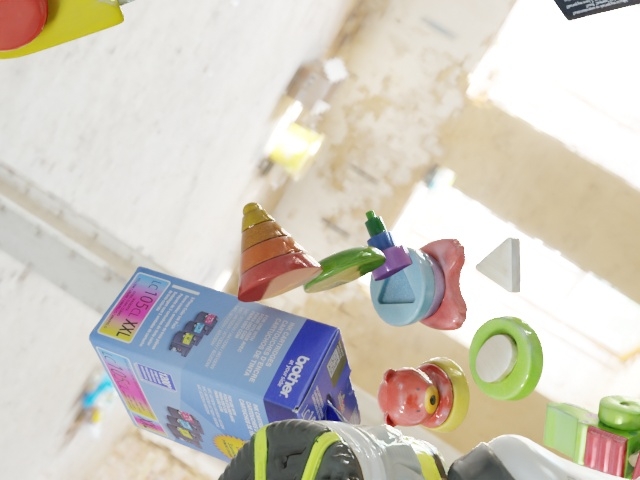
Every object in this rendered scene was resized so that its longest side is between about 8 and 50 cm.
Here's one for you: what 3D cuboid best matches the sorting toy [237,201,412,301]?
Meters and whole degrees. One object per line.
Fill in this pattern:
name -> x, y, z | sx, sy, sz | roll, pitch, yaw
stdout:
sorting toy -> 0.000, 0.000, 1.586 | 0.127, 0.126, 0.366 | -31, 165, 34

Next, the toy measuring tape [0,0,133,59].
toy measuring tape -> -0.180, -0.216, 0.816 | 0.330, 0.121, 0.121 | -19, 171, -1

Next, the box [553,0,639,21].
box -> 0.353, -0.383, 1.220 | 0.163, 0.142, 0.247 | -1, -131, 55

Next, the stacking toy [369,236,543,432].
stacking toy -> 0.188, 0.137, 1.717 | 0.130, 0.308, 0.279 | 3, 164, -39

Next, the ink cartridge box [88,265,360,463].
ink cartridge box -> -0.101, 0.213, 1.593 | 0.270, 0.396, 0.151 | 77, 34, -51

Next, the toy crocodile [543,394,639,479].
toy crocodile -> 0.431, 0.289, 1.421 | 0.105, 0.341, 0.115 | -11, 113, -46

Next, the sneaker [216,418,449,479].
sneaker -> -0.042, 0.274, 0.791 | 0.147, 0.145, 0.384 | 7, 135, -41

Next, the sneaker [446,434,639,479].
sneaker -> 0.301, 0.179, 0.749 | 0.257, 0.447, 0.169 | -51, -149, 10
